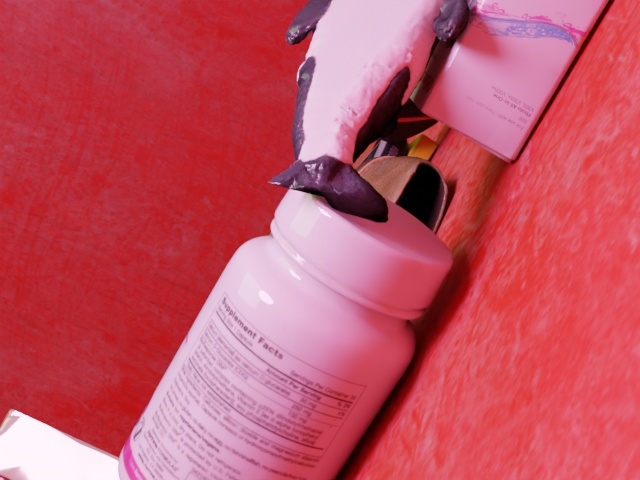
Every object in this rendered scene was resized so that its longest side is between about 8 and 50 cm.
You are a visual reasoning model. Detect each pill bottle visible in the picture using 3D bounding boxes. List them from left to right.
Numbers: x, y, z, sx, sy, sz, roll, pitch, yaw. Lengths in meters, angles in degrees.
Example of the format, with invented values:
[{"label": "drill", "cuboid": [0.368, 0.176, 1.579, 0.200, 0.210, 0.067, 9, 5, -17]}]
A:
[{"label": "pill bottle", "cuboid": [-0.026, 0.098, 0.959, 0.283, 0.160, 0.160, -59, 6, 16]}]

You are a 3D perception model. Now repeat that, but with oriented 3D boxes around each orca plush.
[{"label": "orca plush", "cuboid": [0.054, -0.114, 0.963, 0.151, 0.102, 0.287, -12, 45, 18]}]

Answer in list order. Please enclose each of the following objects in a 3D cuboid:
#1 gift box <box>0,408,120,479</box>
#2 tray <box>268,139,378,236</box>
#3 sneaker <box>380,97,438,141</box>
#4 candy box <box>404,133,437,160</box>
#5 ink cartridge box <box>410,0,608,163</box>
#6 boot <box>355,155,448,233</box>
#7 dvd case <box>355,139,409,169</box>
[{"label": "gift box", "cuboid": [-0.315, 0.388, 1.641, 0.276, 0.258, 0.255, 73, -139, -71]}, {"label": "tray", "cuboid": [-0.021, -0.029, 1.918, 0.411, 0.076, 0.203, -62, 6, -19]}, {"label": "sneaker", "cuboid": [0.109, -0.259, 1.297, 0.136, 0.116, 0.314, 38, 119, 42]}, {"label": "candy box", "cuboid": [0.053, -0.022, 1.375, 0.206, 0.027, 0.105, -55, 7, -12]}, {"label": "ink cartridge box", "cuboid": [0.162, -0.183, 1.008, 0.212, 0.093, 0.154, -62, 7, 12]}, {"label": "boot", "cuboid": [0.016, 0.050, 1.140, 0.305, 0.112, 0.115, -60, 16, -10]}, {"label": "dvd case", "cuboid": [0.000, 0.000, 1.349, 0.239, 0.029, 0.179, -49, 7, 30]}]
